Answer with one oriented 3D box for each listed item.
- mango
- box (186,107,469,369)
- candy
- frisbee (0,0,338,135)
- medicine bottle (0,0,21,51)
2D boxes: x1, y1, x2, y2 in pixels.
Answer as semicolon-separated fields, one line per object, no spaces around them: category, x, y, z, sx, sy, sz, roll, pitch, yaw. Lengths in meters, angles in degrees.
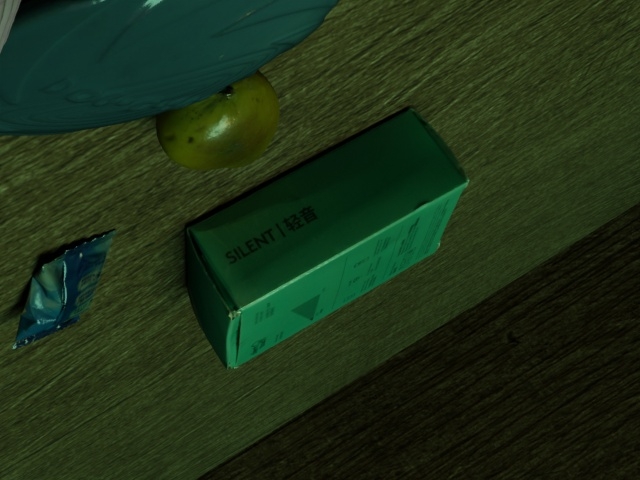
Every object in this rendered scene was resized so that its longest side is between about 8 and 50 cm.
mango;-0.082;-0.100;1.000;0.103;0.076;0.161;-40;167;3
box;0.000;0.000;1.359;0.311;0.118;0.205;-30;161;-16
candy;-0.251;0.049;1.165;0.088;0.038;0.136;-22;151;-46
frisbee;-0.120;-0.110;0.778;0.289;0.049;0.289;-18;176;-1
medicine bottle;-0.161;-0.191;0.407;0.178;0.178;0.291;-21;159;-37
